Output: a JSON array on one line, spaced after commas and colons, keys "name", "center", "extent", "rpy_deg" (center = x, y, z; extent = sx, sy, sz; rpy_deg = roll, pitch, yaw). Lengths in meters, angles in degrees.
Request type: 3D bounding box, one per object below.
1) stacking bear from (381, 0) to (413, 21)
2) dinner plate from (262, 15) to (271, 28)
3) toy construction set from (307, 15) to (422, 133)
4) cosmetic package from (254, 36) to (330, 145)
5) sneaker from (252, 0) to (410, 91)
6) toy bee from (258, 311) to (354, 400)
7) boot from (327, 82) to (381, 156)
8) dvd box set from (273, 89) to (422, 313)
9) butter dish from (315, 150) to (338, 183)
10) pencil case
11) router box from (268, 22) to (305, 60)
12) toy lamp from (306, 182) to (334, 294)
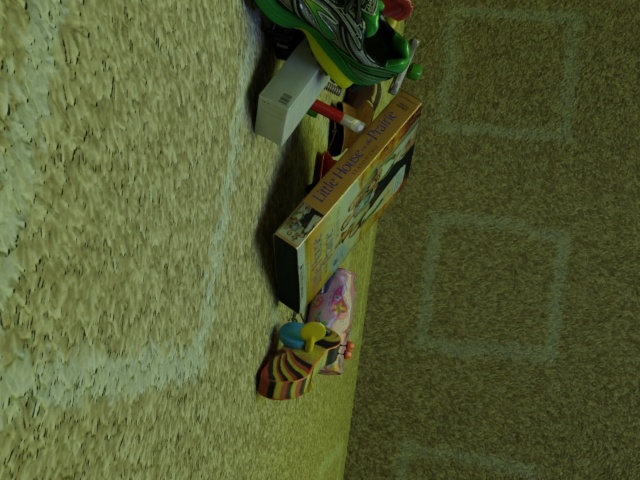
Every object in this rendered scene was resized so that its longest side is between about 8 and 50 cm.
[{"name": "stacking bear", "center": [0.107, -0.650, 1.677], "extent": [0.175, 0.164, 0.289], "rpy_deg": [42, 41, -48]}, {"name": "dinner plate", "center": [-0.075, -0.427, 1.219], "extent": [0.141, 0.017, 0.141], "rpy_deg": [8, 90, -78]}, {"name": "toy construction set", "center": [0.102, -0.349, 1.463], "extent": [0.257, 0.237, 0.308], "rpy_deg": [-24, -136, 66]}, {"name": "cosmetic package", "center": [-0.029, -0.280, 1.241], "extent": [0.239, 0.060, 0.099], "rpy_deg": [-58, 171, -31]}, {"name": "sneaker", "center": [0.016, -0.374, 1.112], "extent": [0.343, 0.146, 0.134], "rpy_deg": [36, 64, -36]}, {"name": "toy bee", "center": [-0.014, 0.228, 1.550], "extent": [0.195, 0.162, 0.298], "rpy_deg": [96, 12, -53]}, {"name": "boot", "center": [0.078, -0.369, 1.984], "extent": [0.280, 0.096, 0.264], "rpy_deg": [-28, 132, -69]}, {"name": "dvd box set", "center": [0.058, -0.073, 1.500], "extent": [0.420, 0.062, 0.307], "rpy_deg": [-50, 162, -24]}, {"name": "butter dish", "center": [0.053, -0.134, 1.821], "extent": [0.160, 0.118, 0.159], "rpy_deg": [19, 78, -79]}, {"name": "pencil case", "center": [0.022, 0.207, 1.899], "extent": [0.124, 0.124, 0.284], "rpy_deg": [52, 45, -75]}, {"name": "router box", "center": [-0.035, -0.409, 1.247], "extent": [0.133, 0.046, 0.178], "rpy_deg": [64, 45, -84]}, {"name": "toy lamp", "center": [0.000, 0.000, 1.743], "extent": [0.080, 0.080, 0.274], "rpy_deg": [-62, 157, -63]}]
